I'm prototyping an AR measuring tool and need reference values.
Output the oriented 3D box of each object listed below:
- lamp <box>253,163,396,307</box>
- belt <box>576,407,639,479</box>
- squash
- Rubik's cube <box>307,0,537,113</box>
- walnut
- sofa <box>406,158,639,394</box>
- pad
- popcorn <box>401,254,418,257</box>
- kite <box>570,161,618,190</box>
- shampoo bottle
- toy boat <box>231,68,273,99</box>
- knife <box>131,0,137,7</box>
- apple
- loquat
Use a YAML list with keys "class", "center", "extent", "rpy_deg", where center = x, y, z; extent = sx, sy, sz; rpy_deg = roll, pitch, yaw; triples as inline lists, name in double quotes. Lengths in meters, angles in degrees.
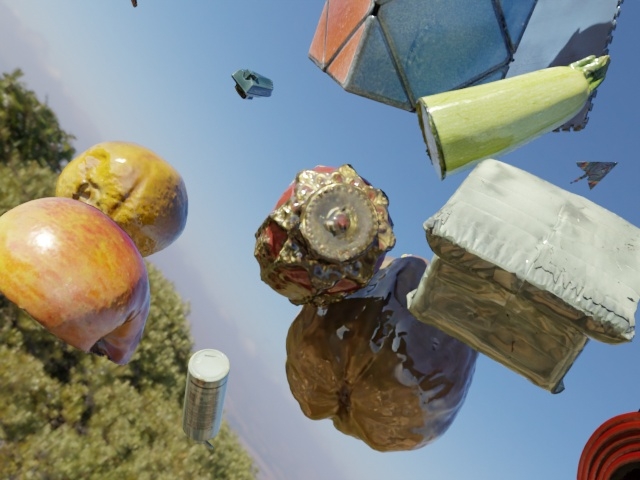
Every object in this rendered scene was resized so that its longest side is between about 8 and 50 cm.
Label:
- class: "lamp"
  center: [0.000, 0.000, 0.969]
  extent: [0.177, 0.177, 0.274]
  rpy_deg: [52, -15, 2]
- class: "belt"
  center: [0.441, 0.308, 0.845]
  extent: [0.324, 0.115, 0.228]
  rpy_deg: [135, -48, -66]
- class: "squash"
  center: [0.216, -0.150, 0.783]
  extent: [0.094, 0.224, 0.094]
  rpy_deg: [157, -90, -90]
- class: "Rubik's cube"
  center: [0.127, -0.285, 0.939]
  extent: [0.204, 0.205, 0.207]
  rpy_deg: [13, 20, -20]
- class: "walnut"
  center: [0.112, 0.173, 1.186]
  extent: [0.306, 0.344, 0.306]
  rpy_deg: [18, -53, 25]
- class: "sofa"
  center: [0.192, 0.061, 0.727]
  extent: [0.210, 0.176, 0.225]
  rpy_deg: [30, -47, 11]
- class: "pad"
  center: [0.351, -0.292, 1.132]
  extent: [0.012, 0.269, 0.269]
  rpy_deg: [18, -1, -26]
- class: "popcorn"
  center: [0.174, 0.063, 1.349]
  extent: [0.082, 0.057, 0.083]
  rpy_deg: [-118, -172, -65]
- class: "kite"
  center: [0.496, -0.125, 1.304]
  extent: [0.122, 0.090, 0.004]
  rpy_deg: [28, 43, -49]
- class: "shampoo bottle"
  center: [-0.246, 0.345, 1.518]
  extent: [0.085, 0.085, 0.263]
  rpy_deg: [46, -41, 33]
- class: "toy boat"
  center: [-0.139, -0.333, 1.542]
  extent: [0.055, 0.060, 0.141]
  rpy_deg: [52, 21, 10]
- class: "knife"
  center: [-0.210, -0.344, 0.702]
  extent: [0.035, 0.018, 0.247]
  rpy_deg: [36, -32, 38]
- class: "apple"
  center: [-0.347, 0.043, 1.060]
  extent: [0.251, 0.163, 0.293]
  rpy_deg: [38, -7, 10]
- class: "loquat"
  center: [-0.413, -0.087, 1.523]
  extent: [0.276, 0.276, 0.284]
  rpy_deg: [52, 25, 4]
